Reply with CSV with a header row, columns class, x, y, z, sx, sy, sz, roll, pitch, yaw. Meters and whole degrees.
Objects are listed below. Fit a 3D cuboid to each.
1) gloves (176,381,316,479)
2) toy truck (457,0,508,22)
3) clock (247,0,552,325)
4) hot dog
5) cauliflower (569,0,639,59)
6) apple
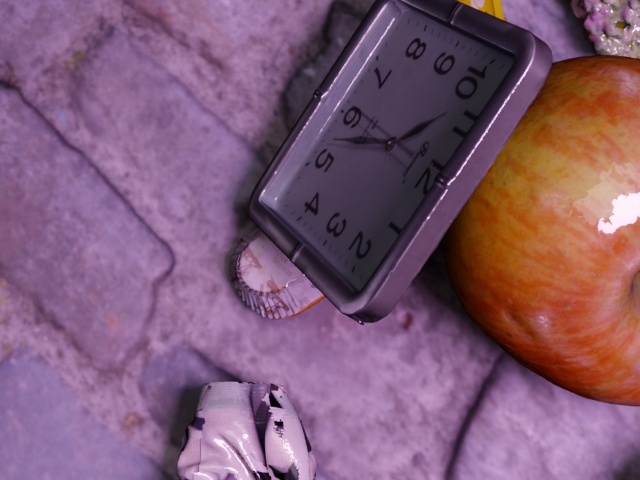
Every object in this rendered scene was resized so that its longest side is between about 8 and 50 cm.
class,x,y,z,sx,sy,sz,roll,pitch,yaw
gloves,-0.068,0.236,1.136,0.127,0.111,0.212,9,70,-20
toy truck,0.128,-0.239,1.266,0.114,0.098,0.227,-8,75,1
clock,0.062,-0.086,1.109,0.049,0.279,0.273,29,98,-32
hot dog,0.000,0.000,1.223,0.191,0.059,0.108,-37,62,-4
cauliflower,0.370,-0.292,1.226,0.315,0.256,0.239,19,69,-23
apple,0.246,-0.017,1.113,0.301,0.301,0.302,-1,74,3
